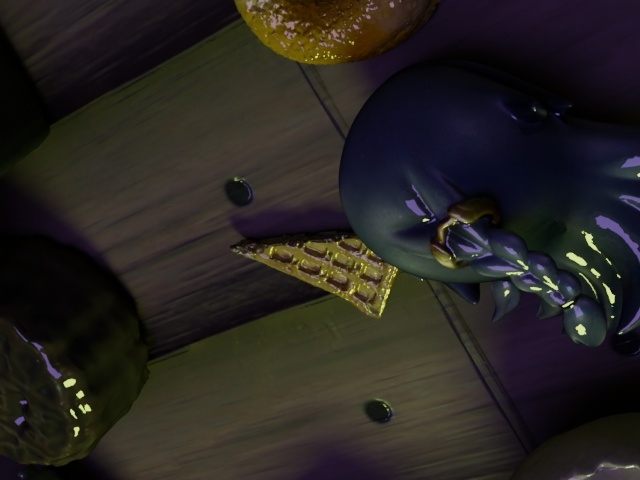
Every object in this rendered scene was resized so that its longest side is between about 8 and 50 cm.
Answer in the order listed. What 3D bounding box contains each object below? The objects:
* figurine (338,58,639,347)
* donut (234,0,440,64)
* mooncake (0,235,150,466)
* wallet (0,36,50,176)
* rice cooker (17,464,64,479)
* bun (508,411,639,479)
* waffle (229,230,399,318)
[{"bbox_3d":[0.143,-0.027,0.723,0.265,0.197,0.175,15,88,19],"label":"figurine"},{"bbox_3d":[0.009,-0.202,0.732,0.162,0.065,0.178,46,127,-6],"label":"donut"},{"bbox_3d":[-0.293,0.119,1.025,0.228,0.124,0.228,12,124,18],"label":"mooncake"},{"bbox_3d":[-0.324,-0.163,0.844,0.052,0.168,0.245,-17,109,21],"label":"wallet"},{"bbox_3d":[-0.319,0.399,1.128,0.241,0.280,0.227,-45,89,-4],"label":"rice cooker"},{"bbox_3d":[0.308,0.280,0.804,0.364,0.202,0.364,11,116,22],"label":"bun"},{"bbox_3d":[0.000,0.000,0.884,0.153,0.023,0.097,24,124,10],"label":"waffle"}]
